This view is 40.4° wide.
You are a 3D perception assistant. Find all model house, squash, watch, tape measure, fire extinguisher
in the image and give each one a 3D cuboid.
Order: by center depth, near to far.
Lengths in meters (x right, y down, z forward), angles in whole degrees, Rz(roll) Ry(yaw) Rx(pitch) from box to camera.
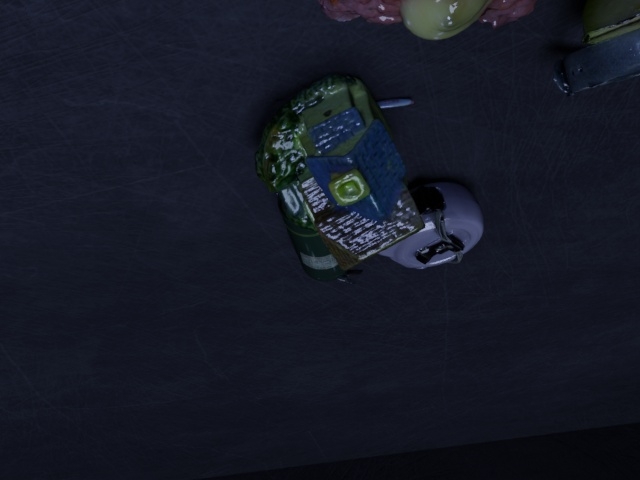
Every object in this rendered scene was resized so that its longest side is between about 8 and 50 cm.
[{"bbox_3d":[0.415,-0.318,1.097,0.192,0.085,0.184,-19,-179,22],"label":"squash"},{"bbox_3d":[0.027,-0.074,1.140,0.195,0.189,0.214,-26,128,1],"label":"model house"},{"bbox_3d":[0.426,-0.246,1.146,0.206,0.068,0.193,-16,-176,-37],"label":"watch"},{"bbox_3d":[0.000,0.000,1.426,0.118,0.093,0.294,7,154,14],"label":"fire extinguisher"},{"bbox_3d":[0.183,-0.018,1.459,0.178,0.105,0.196,-35,144,30],"label":"tape measure"}]

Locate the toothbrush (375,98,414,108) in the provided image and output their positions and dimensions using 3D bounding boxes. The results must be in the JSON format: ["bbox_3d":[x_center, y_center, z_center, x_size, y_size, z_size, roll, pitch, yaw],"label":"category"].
[{"bbox_3d":[0.038,-0.183,1.201,0.193,0.013,0.019,-7,141,-13],"label":"toothbrush"}]

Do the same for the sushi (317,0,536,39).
[{"bbox_3d":[0.099,-0.298,0.821,0.270,0.236,0.171,-9,158,-18],"label":"sushi"}]
